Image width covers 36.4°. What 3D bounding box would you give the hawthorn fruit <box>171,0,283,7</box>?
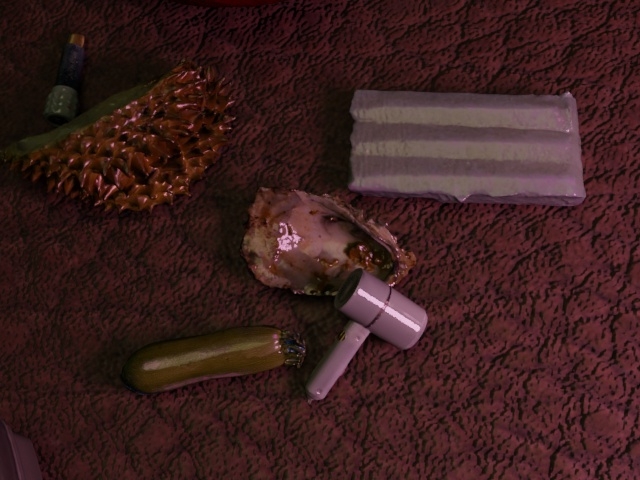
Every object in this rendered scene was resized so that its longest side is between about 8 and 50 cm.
[{"bbox_3d":[-0.117,-0.360,0.997,0.307,0.265,0.265,-16,70,14],"label":"hawthorn fruit"}]

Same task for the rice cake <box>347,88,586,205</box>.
[{"bbox_3d":[0.147,-0.093,0.988,0.237,0.043,0.127,1,73,7],"label":"rice cake"}]

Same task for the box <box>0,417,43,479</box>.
[{"bbox_3d":[-0.360,0.250,0.879,0.210,0.129,0.148,-18,71,-1],"label":"box"}]

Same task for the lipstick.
[{"bbox_3d":[-0.276,-0.182,1.067,0.037,0.037,0.116,3,68,7],"label":"lipstick"}]

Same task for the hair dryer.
[{"bbox_3d":[0.032,0.103,0.930,0.082,0.047,0.137,34,95,-16],"label":"hair dryer"}]

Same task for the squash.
[{"bbox_3d":[-0.104,0.113,0.941,0.183,0.052,0.052,-11,71,4],"label":"squash"}]

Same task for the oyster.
[{"bbox_3d":[0.007,0.004,0.965,0.177,0.056,0.105,3,84,8],"label":"oyster"}]

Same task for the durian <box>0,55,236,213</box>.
[{"bbox_3d":[-0.205,-0.111,0.990,0.252,0.144,0.139,-35,59,-4],"label":"durian"}]
